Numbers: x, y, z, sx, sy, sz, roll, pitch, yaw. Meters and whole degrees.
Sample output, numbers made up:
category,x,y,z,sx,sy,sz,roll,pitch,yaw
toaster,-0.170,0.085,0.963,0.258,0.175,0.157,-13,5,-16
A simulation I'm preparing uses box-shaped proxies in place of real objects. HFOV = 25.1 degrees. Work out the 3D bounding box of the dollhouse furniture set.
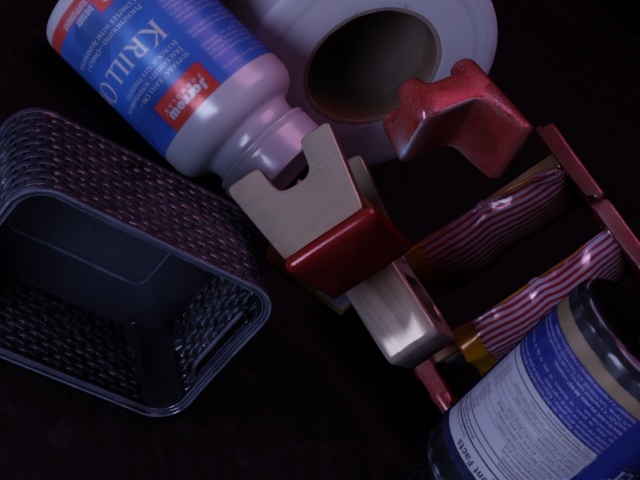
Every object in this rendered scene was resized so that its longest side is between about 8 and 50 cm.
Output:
category,x,y,z,sx,sy,sz,roll,pitch,yaw
dollhouse furniture set,0.112,0.006,1.022,0.152,0.201,0.374,57,8,18

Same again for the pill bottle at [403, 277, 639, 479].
category,x,y,z,sx,sy,sz,roll,pitch,yaw
pill bottle,0.152,0.138,0.985,0.123,0.219,0.122,33,26,-19

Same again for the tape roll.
category,x,y,z,sx,sy,sz,roll,pitch,yaw
tape roll,0.023,-0.210,1.343,0.246,0.246,0.169,22,32,-38

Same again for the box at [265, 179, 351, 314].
category,x,y,z,sx,sy,sz,roll,pitch,yaw
box,0.000,0.000,1.222,0.081,0.028,0.136,37,27,-12

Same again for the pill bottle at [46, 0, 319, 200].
category,x,y,z,sx,sy,sz,roll,pitch,yaw
pill bottle,-0.104,-0.130,1.162,0.221,0.124,0.124,44,24,6

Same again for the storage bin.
category,x,y,z,sx,sy,sz,roll,pitch,yaw
storage bin,-0.134,0.017,0.873,0.180,0.122,0.084,28,28,-30
